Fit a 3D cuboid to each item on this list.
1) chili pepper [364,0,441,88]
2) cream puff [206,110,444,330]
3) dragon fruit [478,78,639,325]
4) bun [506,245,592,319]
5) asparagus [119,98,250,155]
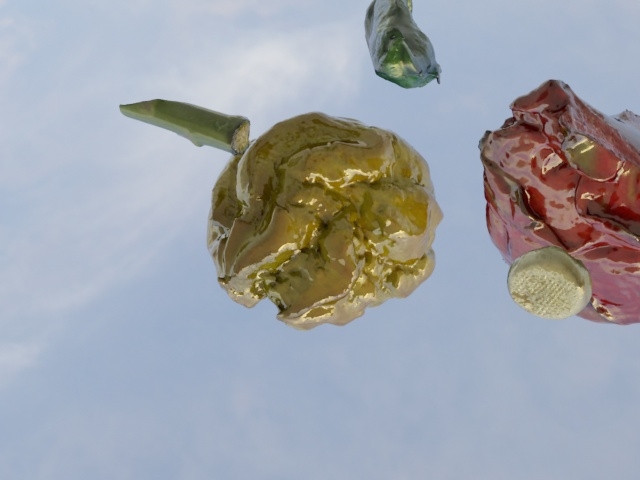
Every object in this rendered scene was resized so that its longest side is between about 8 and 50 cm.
[{"bbox_3d":[0.071,-0.186,0.965,0.062,0.108,0.216,-22,-167,7],"label":"chili pepper"},{"bbox_3d":[0.002,0.001,1.438,0.291,0.324,0.257,-33,-153,44],"label":"cream puff"},{"bbox_3d":[0.306,-0.004,1.172,0.286,0.329,0.228,-37,-129,25],"label":"dragon fruit"},{"bbox_3d":[0.230,0.038,1.034,0.086,0.086,0.055,5,-139,23],"label":"bun"},{"bbox_3d":[-0.155,-0.137,1.179,0.178,0.045,0.041,20,-139,30],"label":"asparagus"}]
